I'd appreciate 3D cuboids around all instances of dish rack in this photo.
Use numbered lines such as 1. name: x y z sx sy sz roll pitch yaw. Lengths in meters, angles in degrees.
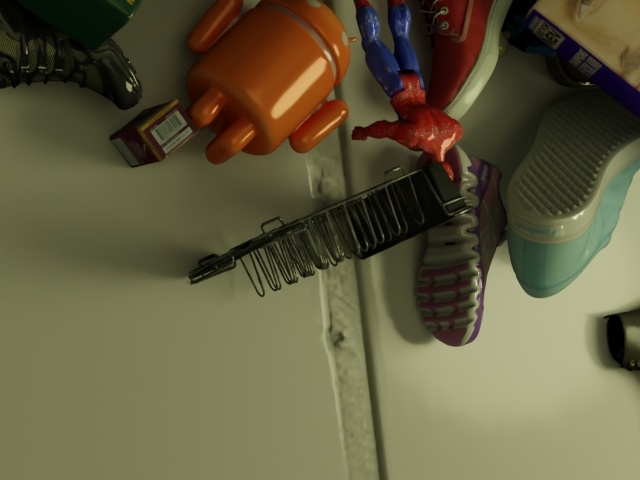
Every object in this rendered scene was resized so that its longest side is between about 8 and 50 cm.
1. dish rack: 0.000 0.000 1.507 0.271 0.208 0.074 -22 86 -28

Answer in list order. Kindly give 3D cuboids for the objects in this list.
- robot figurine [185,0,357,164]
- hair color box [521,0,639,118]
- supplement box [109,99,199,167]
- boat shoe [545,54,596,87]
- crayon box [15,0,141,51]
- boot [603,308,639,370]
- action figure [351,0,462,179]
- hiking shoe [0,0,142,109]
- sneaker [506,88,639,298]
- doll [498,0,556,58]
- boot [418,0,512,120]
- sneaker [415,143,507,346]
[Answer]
1. robot figurine: -0.056 -0.180 1.522 0.219 0.158 0.128 -47 150 -23
2. hair color box: 0.424 -0.226 1.655 0.339 0.110 0.185 38 89 3
3. supplement box: -0.172 -0.109 1.476 0.055 0.083 0.043 -43 108 -24
4. boat shoe: 0.435 -0.250 1.820 0.307 0.104 0.111 -18 96 -30
5. crayon box: -0.256 -0.420 1.388 0.313 0.106 0.363 33 61 -19
6. boot: 0.435 0.174 1.824 0.137 0.077 0.198 -9 79 -25
7. action figure: 0.077 -0.161 1.613 0.091 0.139 0.280 -8 62 -28
8. hiking shoe: -0.287 -0.185 1.427 0.227 0.086 0.114 36 83 -16
9. sneaker: 0.308 -0.061 1.722 0.366 0.135 0.150 -43 144 -45
10. doll: 0.268 -0.283 1.737 0.189 0.046 0.129 -38 71 -3
11. boot: 0.126 -0.268 1.659 0.176 0.088 0.244 29 65 -25
12. sneaker: 0.174 0.005 1.671 0.104 0.095 0.237 1 88 -43
